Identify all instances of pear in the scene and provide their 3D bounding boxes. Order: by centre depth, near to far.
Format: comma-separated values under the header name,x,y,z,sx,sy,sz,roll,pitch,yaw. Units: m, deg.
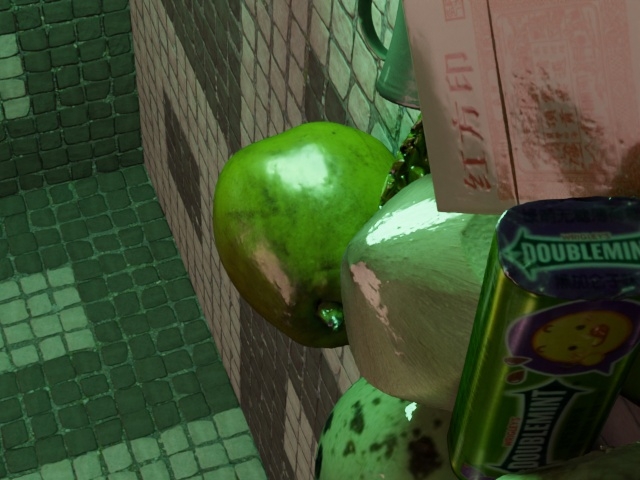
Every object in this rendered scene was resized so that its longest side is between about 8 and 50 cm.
name,x,y,z,sx,sy,sz,roll,pitch,yaw
pear,0.000,0.000,1.569,0.375,0.287,0.287,-101,7,-52

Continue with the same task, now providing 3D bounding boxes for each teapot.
name,x,y,z,sx,sy,sz,roll,pitch,yaw
teapot,0.133,-0.219,1.180,0.239,0.162,0.149,22,120,38

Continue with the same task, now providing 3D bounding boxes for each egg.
name,x,y,z,sx,sy,sz,roll,pitch,yaw
egg,0.133,0.275,1.389,0.379,0.287,0.288,-131,29,-74

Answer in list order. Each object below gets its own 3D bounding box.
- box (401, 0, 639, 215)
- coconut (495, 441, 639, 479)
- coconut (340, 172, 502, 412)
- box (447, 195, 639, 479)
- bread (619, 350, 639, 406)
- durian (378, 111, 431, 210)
name,x,y,z,sx,sy,sz,roll,pitch,yaw
box,0.220,-0.118,0.889,0.365,0.051,0.205,4,110,48
coconut,0.221,0.344,0.913,0.344,0.415,0.415,34,150,15
coconut,0.134,0.057,1.180,0.237,0.265,0.237,-41,37,40
box,0.187,0.103,0.970,0.345,0.134,0.097,93,172,-55
bread,0.278,-0.025,0.993,0.138,0.077,0.361,-161,57,-70
durian,0.122,0.001,1.410,0.198,0.163,0.394,-115,19,-47
